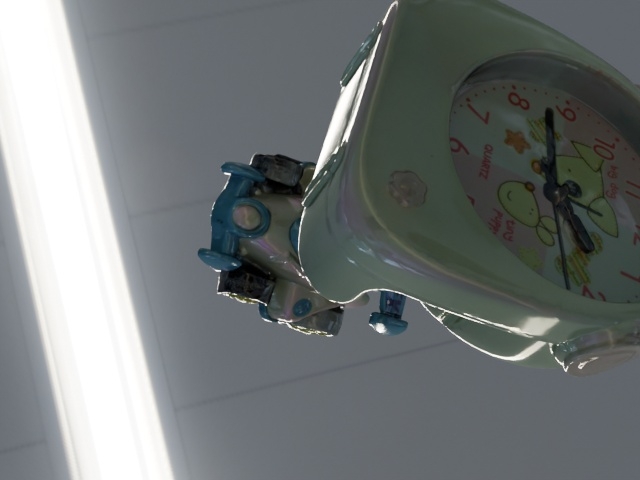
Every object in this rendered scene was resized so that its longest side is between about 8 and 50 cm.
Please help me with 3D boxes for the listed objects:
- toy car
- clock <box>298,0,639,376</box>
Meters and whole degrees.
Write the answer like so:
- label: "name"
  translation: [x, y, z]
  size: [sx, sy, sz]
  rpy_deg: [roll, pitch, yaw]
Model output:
- label: "toy car"
  translation: [0.000, 0.000, 0.800]
  size: [0.098, 0.161, 0.126]
  rpy_deg: [7, -102, 36]
- label: "clock"
  translation: [0.093, -0.014, 0.470]
  size: [0.191, 0.062, 0.151]
  rpy_deg: [25, -127, -11]
